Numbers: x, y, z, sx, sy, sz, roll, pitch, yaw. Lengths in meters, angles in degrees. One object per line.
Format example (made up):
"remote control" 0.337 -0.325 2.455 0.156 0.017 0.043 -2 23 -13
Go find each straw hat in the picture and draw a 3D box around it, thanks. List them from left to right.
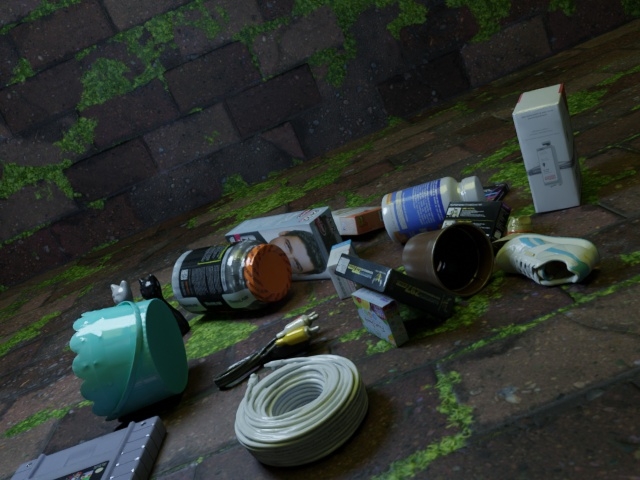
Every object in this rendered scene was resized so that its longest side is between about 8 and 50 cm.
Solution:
"straw hat" 0.466 -0.027 1.483 0.145 0.061 0.144 -2 -7 0

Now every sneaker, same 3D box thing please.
"sneaker" 0.463 0.044 1.352 0.092 0.087 0.229 -40 21 -32

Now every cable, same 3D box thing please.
"cable" -0.127 0.250 1.520 0.287 0.072 0.139 -23 12 1
"cable" -0.038 0.314 1.195 0.257 0.089 0.257 -15 20 23

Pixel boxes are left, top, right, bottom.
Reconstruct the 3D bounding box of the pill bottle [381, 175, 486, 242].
"pill bottle" 0.325 -0.093 1.815 0.272 0.152 0.152 -15 20 25

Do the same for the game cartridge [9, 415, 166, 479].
"game cartridge" -0.511 0.496 1.316 0.355 0.068 0.230 -21 13 8

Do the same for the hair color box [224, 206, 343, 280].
"hair color box" -0.107 0.022 1.966 0.375 0.185 0.113 -7 23 42

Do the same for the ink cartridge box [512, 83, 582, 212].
"ink cartridge box" 0.605 -0.244 1.683 0.117 0.283 0.207 -10 22 28

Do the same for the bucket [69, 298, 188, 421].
"bucket" -0.453 0.278 1.546 0.183 0.281 0.281 -18 18 5

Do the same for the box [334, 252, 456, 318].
"box" 0.161 0.099 1.430 0.233 0.183 0.059 18 86 63

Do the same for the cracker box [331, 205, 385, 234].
"cracker box" 0.100 -0.065 2.101 0.156 0.067 0.232 -18 11 -37

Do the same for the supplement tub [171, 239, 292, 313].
"supplement tub" -0.261 0.109 1.876 0.338 0.207 0.207 -9 23 40

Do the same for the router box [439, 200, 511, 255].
"router box" 0.385 -0.033 1.624 0.179 0.046 0.133 6 72 56

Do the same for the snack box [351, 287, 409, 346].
"snack box" 0.129 0.165 1.393 0.037 0.100 0.141 -29 18 -18

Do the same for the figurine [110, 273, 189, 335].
"figurine" -0.528 0.205 1.927 0.215 0.209 0.092 -12 21 33

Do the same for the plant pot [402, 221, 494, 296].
"plant pot" 0.285 0.043 1.481 0.167 0.167 0.165 -30 11 -21

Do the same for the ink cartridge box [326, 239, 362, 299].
"ink cartridge box" 0.067 0.083 1.702 0.062 0.104 0.181 -19 18 14

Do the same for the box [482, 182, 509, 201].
"box" 0.478 -0.118 1.897 0.116 0.029 0.162 -8 22 41
